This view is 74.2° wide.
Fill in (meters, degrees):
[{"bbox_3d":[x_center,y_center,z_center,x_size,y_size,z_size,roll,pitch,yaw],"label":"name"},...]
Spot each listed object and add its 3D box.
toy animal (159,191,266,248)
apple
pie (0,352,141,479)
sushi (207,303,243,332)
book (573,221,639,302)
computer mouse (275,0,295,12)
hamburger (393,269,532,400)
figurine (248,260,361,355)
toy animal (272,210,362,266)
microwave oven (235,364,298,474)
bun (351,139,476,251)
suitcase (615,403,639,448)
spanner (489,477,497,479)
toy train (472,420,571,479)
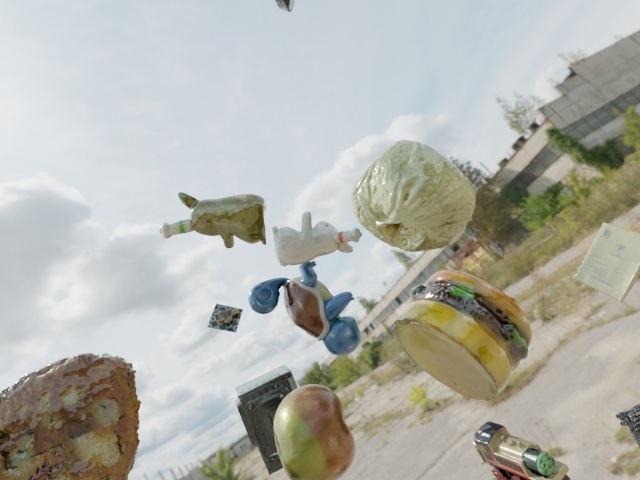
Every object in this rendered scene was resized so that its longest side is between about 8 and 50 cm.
[{"bbox_3d":[-0.354,-0.078,1.472,0.363,0.180,0.180,-2,-16,11],"label":"toy animal"},{"bbox_3d":[-0.020,0.504,1.101,0.194,0.260,0.260,-13,-23,-15],"label":"apple"},{"bbox_3d":[-0.452,0.353,0.745,0.308,0.308,0.085,-32,-7,-16],"label":"pie"},{"bbox_3d":[-0.408,0.327,1.816,0.026,0.126,0.120,104,177,-51],"label":"sushi"},{"bbox_3d":[0.843,0.057,1.220,0.013,0.168,0.192,16,-76,-20],"label":"book"},{"bbox_3d":[-0.066,-0.534,0.802,0.069,0.228,0.113,-11,-23,3],"label":"computer mouse"},{"bbox_3d":[0.467,0.290,1.344,0.277,0.396,0.395,-46,-12,-23],"label":"hamburger"},{"bbox_3d":[-0.028,0.217,1.474,0.242,0.417,0.298,-63,4,-36],"label":"figurine"},{"bbox_3d":[-0.010,-0.011,1.339,0.283,0.138,0.140,-17,-22,9],"label":"toy animal"},{"bbox_3d":[-0.157,0.643,1.539,0.238,0.294,0.181,-22,-2,-17],"label":"microwave oven"},{"bbox_3d":[0.241,-0.097,1.185,0.227,0.353,0.348,-57,-33,-24],"label":"bun"},{"bbox_3d":[0.764,0.362,0.770,0.152,0.229,0.335,7,-45,-12],"label":"suitcase"},{"bbox_3d":[0.555,0.614,1.014,0.326,0.093,0.026,-7,13,15],"label":"spanner"},{"bbox_3d":[0.283,0.313,0.597,0.050,0.087,0.138,-32,3,-23],"label":"toy train"}]
